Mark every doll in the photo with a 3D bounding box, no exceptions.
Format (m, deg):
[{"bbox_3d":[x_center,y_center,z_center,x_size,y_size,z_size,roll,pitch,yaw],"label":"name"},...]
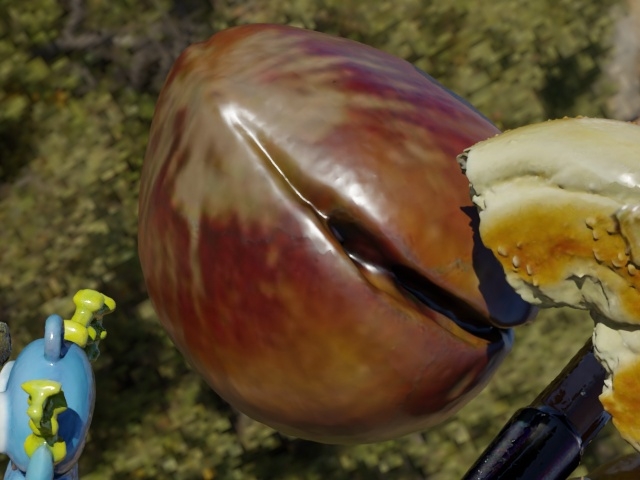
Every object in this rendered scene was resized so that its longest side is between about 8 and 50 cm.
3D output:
[{"bbox_3d":[-0.277,0.208,1.697,0.099,0.341,0.346,14,28,-4],"label":"doll"}]

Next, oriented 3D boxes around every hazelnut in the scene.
[{"bbox_3d":[0.000,0.000,1.679,0.402,0.402,0.429,32,18,-47],"label":"hazelnut"}]

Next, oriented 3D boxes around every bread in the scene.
[{"bbox_3d":[0.262,0.007,1.376,0.314,0.192,0.171,48,42,-2],"label":"bread"}]

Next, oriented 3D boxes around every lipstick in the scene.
[{"bbox_3d":[0.247,0.151,1.664,0.418,0.077,0.077,-44,108,-28],"label":"lipstick"}]

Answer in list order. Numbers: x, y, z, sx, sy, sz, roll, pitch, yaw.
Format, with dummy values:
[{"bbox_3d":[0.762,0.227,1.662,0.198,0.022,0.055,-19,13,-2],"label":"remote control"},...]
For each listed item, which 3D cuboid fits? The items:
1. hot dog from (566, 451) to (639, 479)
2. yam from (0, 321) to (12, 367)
[{"bbox_3d":[0.308,0.401,1.682,0.367,0.196,0.365,-33,79,-27],"label":"hot dog"},{"bbox_3d":[-0.379,0.112,1.808,0.054,0.132,0.054,17,71,-63],"label":"yam"}]
